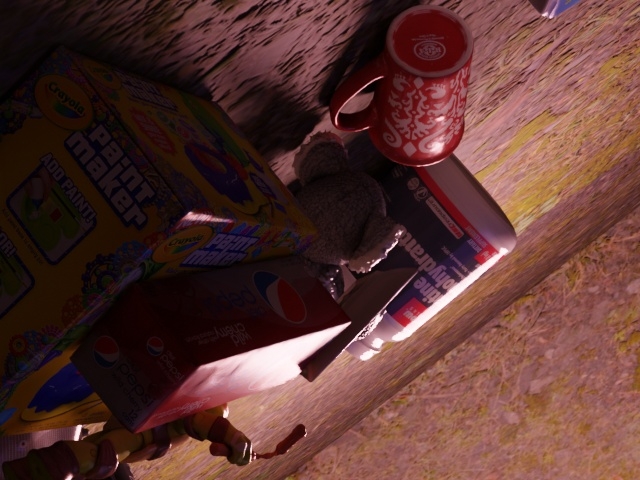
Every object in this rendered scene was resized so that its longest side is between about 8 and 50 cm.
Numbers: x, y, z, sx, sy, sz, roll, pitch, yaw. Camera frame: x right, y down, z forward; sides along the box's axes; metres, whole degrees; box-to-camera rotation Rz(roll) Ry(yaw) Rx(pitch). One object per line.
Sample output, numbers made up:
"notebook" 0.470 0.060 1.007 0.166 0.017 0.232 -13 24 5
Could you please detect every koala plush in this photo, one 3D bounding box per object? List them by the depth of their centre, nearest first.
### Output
"koala plush" 0.000 0.000 1.541 0.203 0.196 0.221 -10 153 -41

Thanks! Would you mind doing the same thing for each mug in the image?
"mug" 0.097 -0.159 1.439 0.150 0.113 0.169 -35 161 -17

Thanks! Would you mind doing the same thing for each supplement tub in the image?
"supplement tub" 0.111 0.015 1.811 0.272 0.191 0.191 -41 164 11

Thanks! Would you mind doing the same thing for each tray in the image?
"tray" 0.024 0.078 1.350 0.145 0.030 0.270 -47 180 -5

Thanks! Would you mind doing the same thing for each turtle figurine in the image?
"turtle figurine" -0.152 0.170 1.159 0.217 0.087 0.269 -19 -170 -35

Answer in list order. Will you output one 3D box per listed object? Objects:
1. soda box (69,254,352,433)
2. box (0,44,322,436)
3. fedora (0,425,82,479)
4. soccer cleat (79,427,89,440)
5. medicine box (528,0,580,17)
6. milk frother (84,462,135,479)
"soda box" -0.081 0.080 1.109 0.092 0.083 0.263 -46 164 24
"box" -0.196 0.012 1.144 0.279 0.177 0.290 -43 164 13
"fedora" -0.319 0.169 1.253 0.275 0.243 0.124 21 100 -30
"soccer cleat" -0.397 0.313 1.773 0.121 0.093 0.289 7 147 -26
"medicine box" 0.289 -0.377 1.166 0.289 0.149 0.263 -33 164 -16
"milk frother" -0.343 0.416 2.043 0.143 0.135 0.129 -41 134 2
